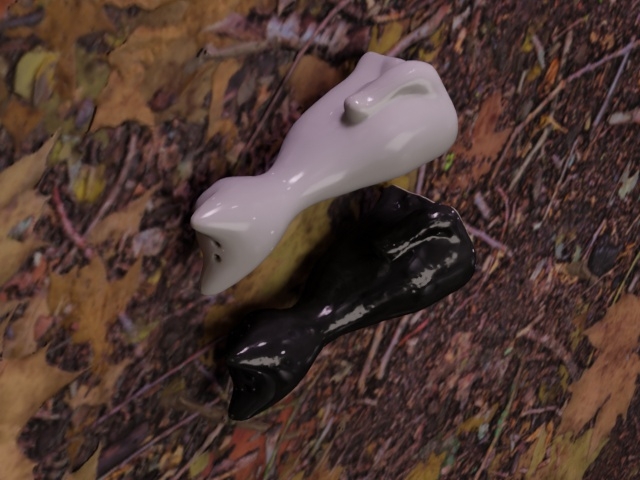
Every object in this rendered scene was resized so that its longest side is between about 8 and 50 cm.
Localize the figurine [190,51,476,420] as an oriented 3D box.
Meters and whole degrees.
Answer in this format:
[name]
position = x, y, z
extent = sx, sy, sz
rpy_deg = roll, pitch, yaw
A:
[figurine]
position = 0.000, 0.000, 1.236
extent = 0.209, 0.092, 0.215
rpy_deg = -38, 140, -24
